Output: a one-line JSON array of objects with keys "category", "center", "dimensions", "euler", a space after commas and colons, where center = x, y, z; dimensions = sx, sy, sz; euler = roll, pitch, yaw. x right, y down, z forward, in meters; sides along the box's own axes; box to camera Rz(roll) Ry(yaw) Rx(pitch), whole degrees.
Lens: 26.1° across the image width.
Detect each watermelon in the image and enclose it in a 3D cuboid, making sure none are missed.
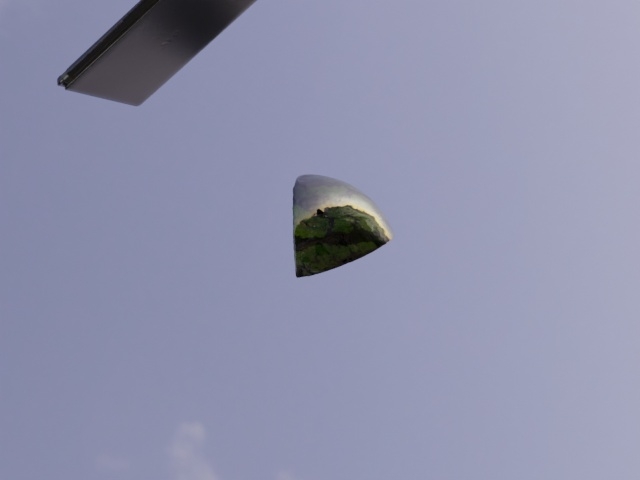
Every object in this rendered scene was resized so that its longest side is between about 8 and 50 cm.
[{"category": "watermelon", "center": [0.000, 0.000, 1.496], "dimensions": [0.135, 0.125, 0.094], "euler": [-52, -3, -40]}]

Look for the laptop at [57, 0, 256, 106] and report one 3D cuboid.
[{"category": "laptop", "center": [-0.141, -0.188, 1.253], "dimensions": [0.180, 0.016, 0.129], "euler": [-38, -18, 20]}]
